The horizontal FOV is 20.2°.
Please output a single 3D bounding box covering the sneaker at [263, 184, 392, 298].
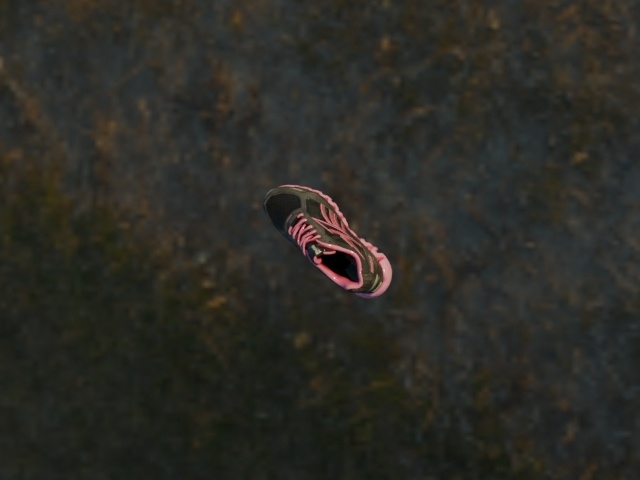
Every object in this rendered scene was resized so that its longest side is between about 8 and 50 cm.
[{"bbox_3d":[0.000,0.000,1.373,0.119,0.057,0.047,39,109,15],"label":"sneaker"}]
